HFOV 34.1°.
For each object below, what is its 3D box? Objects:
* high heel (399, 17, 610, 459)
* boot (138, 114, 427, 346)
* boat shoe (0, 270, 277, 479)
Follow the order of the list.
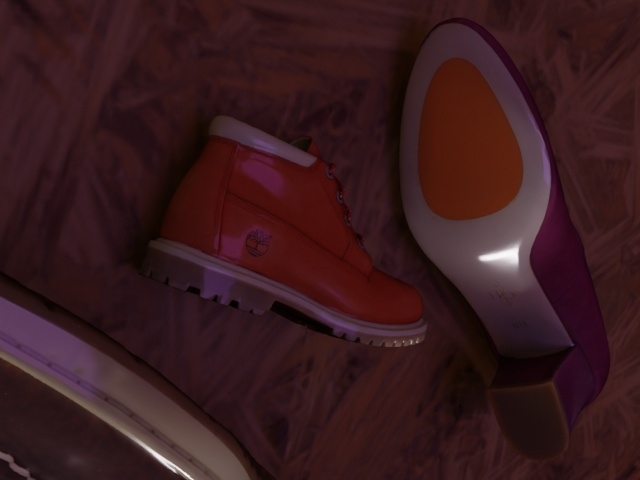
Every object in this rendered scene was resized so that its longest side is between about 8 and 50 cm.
[{"bbox_3d":[0.110,-0.010,0.570,0.117,0.082,0.244,-47,119,-56],"label":"high heel"},{"bbox_3d":[0.000,0.000,0.477,0.158,0.059,0.085,23,82,-41],"label":"boot"},{"bbox_3d":[-0.095,0.109,0.389,0.123,0.123,0.342,-54,136,-17],"label":"boat shoe"}]
